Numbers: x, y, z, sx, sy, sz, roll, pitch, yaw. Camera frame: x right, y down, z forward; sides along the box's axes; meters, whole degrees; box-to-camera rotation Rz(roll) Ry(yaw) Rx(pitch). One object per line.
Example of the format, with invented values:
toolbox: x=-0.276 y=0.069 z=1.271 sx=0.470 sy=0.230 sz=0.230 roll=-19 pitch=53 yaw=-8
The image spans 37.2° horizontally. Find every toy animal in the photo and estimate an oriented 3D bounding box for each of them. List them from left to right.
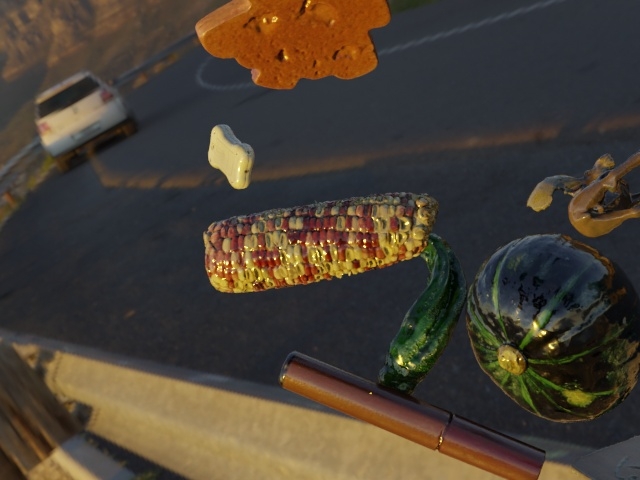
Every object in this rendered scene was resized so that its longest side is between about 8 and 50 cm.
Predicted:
toy animal: x=0.333 y=-0.057 z=1.140 sx=0.186 sy=0.094 sz=0.214 roll=-36 pitch=-1 yaw=33

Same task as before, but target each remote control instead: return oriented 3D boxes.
remote control: x=-0.142 y=-0.135 z=1.520 sx=0.032 sy=0.074 sz=0.122 roll=-3 pitch=30 yaw=-31

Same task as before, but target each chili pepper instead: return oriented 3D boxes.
chili pepper: x=0.129 y=0.121 z=1.297 sx=0.279 sy=0.065 sz=0.122 roll=-68 pitch=20 yaw=-7

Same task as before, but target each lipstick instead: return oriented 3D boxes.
lipstick: x=0.115 y=0.231 z=1.244 sx=0.356 sy=0.057 sz=0.057 roll=20 pitch=31 yaw=10

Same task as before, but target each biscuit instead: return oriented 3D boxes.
biscuit: x=-0.005 y=-0.322 z=1.283 sx=0.283 sy=0.043 sz=0.306 roll=6 pitch=-39 yaw=-30

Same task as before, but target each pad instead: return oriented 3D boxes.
pad: x=0.695 y=0.463 z=1.939 sx=0.284 sy=0.018 sz=0.286 roll=-15 pitch=11 yaw=-17

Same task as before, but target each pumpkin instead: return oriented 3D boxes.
pumpkin: x=0.367 y=0.145 z=1.519 sx=0.238 sy=0.315 sz=0.315 roll=-34 pitch=15 yaw=-31

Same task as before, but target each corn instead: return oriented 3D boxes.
corn: x=0.000 y=0.000 z=1.130 sx=0.289 sy=0.098 sz=0.098 roll=-10 pitch=19 yaw=10
